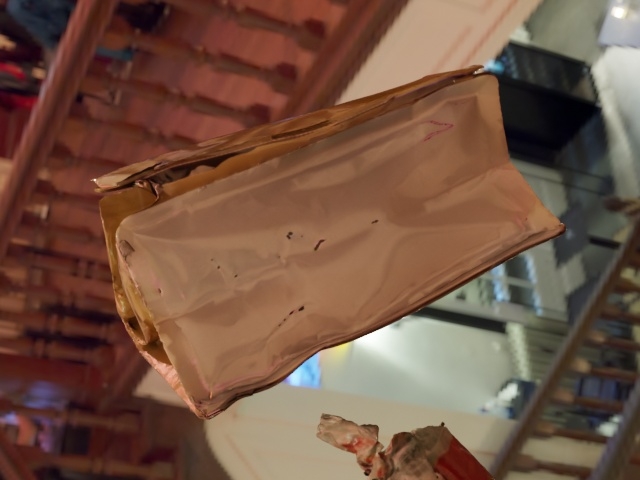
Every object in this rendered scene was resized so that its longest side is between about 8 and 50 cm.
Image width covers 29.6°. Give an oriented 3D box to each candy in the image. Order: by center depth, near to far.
[{"bbox_3d":[0.113,0.219,0.900,0.086,0.292,0.059,-43,7,23],"label":"candy"}]

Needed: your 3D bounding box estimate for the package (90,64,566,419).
[{"bbox_3d":[-0.009,-0.029,0.918,0.221,0.311,0.165,28,140,67],"label":"package"}]
